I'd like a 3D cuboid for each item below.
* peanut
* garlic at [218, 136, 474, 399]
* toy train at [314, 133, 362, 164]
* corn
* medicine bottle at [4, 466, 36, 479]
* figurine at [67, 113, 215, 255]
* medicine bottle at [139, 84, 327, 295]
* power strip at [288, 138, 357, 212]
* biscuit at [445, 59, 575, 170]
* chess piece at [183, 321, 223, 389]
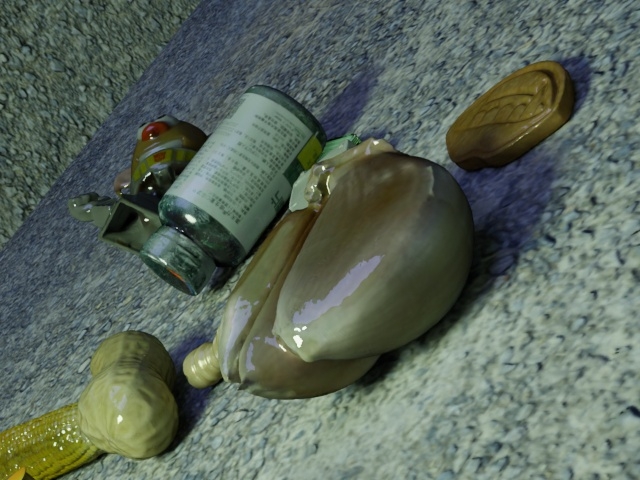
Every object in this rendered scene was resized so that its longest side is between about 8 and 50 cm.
[{"bbox_3d":[-0.236,0.190,1.811,0.125,0.111,0.274,-33,17,4],"label":"peanut"},{"bbox_3d":[0.032,0.032,1.455,0.279,0.132,0.325,-31,31,40],"label":"garlic"},{"bbox_3d":[0.027,-0.107,1.928,0.056,0.038,0.093,-57,20,-18],"label":"toy train"},{"bbox_3d":[-0.374,0.282,1.981,0.320,0.097,0.097,-27,28,45],"label":"corn"},{"bbox_3d":[-0.221,0.296,1.293,0.096,0.192,0.096,-43,12,12],"label":"medicine bottle"},{"bbox_3d":[-0.224,-0.089,2.259,0.285,0.343,0.167,-92,2,-63],"label":"figurine"},{"bbox_3d":[-0.125,-0.065,2.026,0.293,0.141,0.141,-53,18,-16],"label":"medicine bottle"},{"bbox_3d":[0.000,0.000,1.732,0.106,0.043,0.367,-38,23,27],"label":"power strip"},{"bbox_3d":[0.204,-0.136,1.586,0.142,0.029,0.221,-53,18,-14],"label":"biscuit"},{"bbox_3d":[-0.113,0.132,1.724,0.122,0.066,0.066,-39,20,43],"label":"chess piece"}]
